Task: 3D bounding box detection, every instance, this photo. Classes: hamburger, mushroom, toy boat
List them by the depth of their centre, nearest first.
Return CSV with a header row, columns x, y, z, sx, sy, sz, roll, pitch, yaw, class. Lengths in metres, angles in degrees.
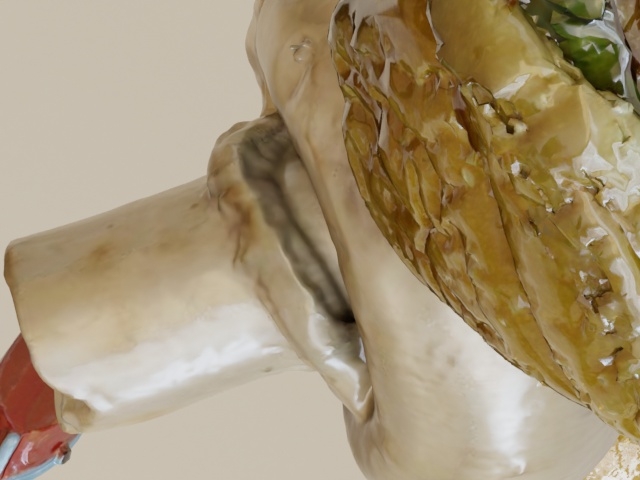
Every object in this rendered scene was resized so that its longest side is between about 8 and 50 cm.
x,y,z,sx,sy,sz,roll,pitch,yaw,class
0.072,-0.032,0.519,0.206,0.130,0.183,-96,164,-70,hamburger
0.000,0.000,0.756,0.292,0.290,0.293,165,-90,-86,mushroom
-0.175,0.095,1.035,0.059,0.069,0.173,-61,-176,40,toy boat

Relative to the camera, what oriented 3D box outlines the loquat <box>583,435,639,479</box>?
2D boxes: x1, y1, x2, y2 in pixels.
x,y,z,sx,sy,sz,roll,pitch,yaw,class
0.247,0.110,1.438,0.263,0.263,0.263,-17,-109,60,loquat
